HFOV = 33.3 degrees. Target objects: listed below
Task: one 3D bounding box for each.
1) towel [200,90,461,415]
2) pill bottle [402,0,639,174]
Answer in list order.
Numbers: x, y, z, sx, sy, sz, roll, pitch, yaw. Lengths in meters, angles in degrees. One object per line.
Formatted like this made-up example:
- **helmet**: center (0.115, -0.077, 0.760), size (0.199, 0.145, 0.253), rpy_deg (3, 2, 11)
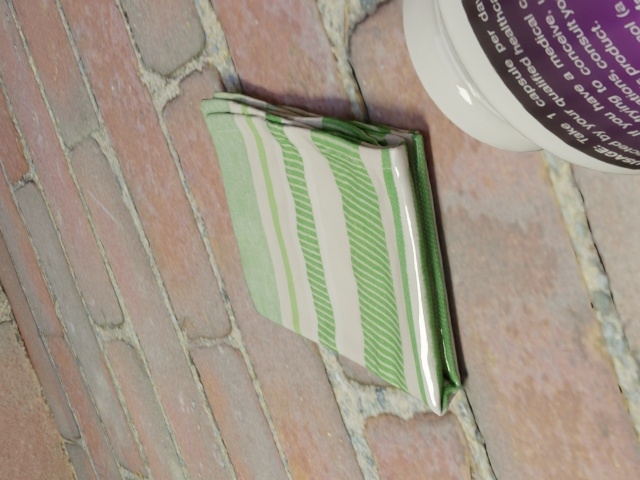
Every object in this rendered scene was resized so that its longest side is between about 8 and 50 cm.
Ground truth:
- **towel**: center (0.000, 0.000, 0.944), size (0.325, 0.038, 0.247), rpy_deg (20, 128, 55)
- **pill bottle**: center (0.163, -0.129, 0.394), size (0.323, 0.181, 0.181), rpy_deg (-19, 93, 63)
